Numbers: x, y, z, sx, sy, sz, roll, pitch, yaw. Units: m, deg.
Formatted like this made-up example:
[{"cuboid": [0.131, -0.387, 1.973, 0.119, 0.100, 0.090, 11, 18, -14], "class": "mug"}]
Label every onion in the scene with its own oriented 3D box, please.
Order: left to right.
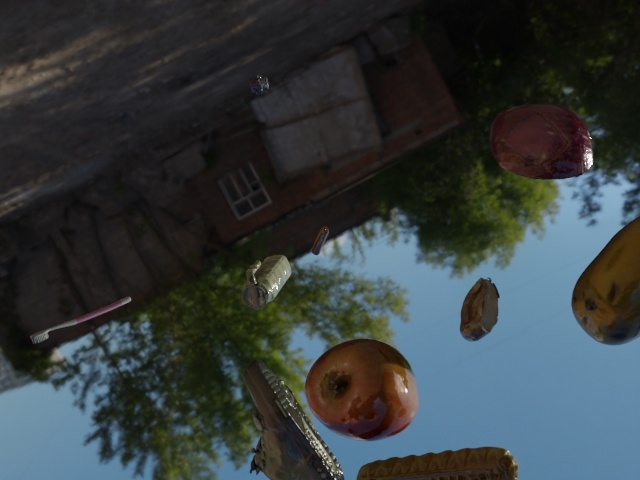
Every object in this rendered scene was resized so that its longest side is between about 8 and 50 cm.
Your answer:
[{"cuboid": [0.552, -0.261, 1.812, 0.250, 0.111, 0.247, 4, -136, 7], "class": "onion"}]

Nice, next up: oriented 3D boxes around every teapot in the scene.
[{"cuboid": [-0.145, 0.095, 1.929, 0.077, 0.107, 0.200, -9, -161, 18], "class": "teapot"}]

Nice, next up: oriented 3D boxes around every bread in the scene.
[{"cuboid": [0.235, 0.490, 1.531, 0.367, 0.077, 0.084, -17, -141, 30], "class": "bread"}]

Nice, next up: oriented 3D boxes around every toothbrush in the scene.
[{"cuboid": [-0.633, 0.210, 1.951, 0.286, 0.025, 0.020, -24, -160, -38], "class": "toothbrush"}]

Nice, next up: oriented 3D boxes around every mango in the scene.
[{"cuboid": [0.864, 0.088, 1.971, 0.445, 0.301, 0.220, -41, -134, -14], "class": "mango"}]

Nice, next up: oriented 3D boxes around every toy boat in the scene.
[{"cuboid": [-0.111, -0.288, 1.351, 0.038, 0.038, 0.083, -27, -164, 7], "class": "toy boat"}]

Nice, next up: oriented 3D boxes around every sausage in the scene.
[{"cuboid": [0.000, 0.000, 1.857, 0.026, 0.026, 0.116, -33, 163, -29], "class": "sausage"}]

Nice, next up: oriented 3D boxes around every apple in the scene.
[{"cuboid": [0.101, 0.345, 1.667, 0.242, 0.242, 0.241, -24, 149, 25], "class": "apple"}]

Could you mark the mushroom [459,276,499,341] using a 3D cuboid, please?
[{"cuboid": [0.392, 0.183, 1.823, 0.094, 0.072, 0.210, -35, -162, 32], "class": "mushroom"}]

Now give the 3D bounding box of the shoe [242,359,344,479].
[{"cuboid": [-0.090, 0.379, 1.383, 0.149, 0.293, 0.109, -35, -178, 8], "class": "shoe"}]
